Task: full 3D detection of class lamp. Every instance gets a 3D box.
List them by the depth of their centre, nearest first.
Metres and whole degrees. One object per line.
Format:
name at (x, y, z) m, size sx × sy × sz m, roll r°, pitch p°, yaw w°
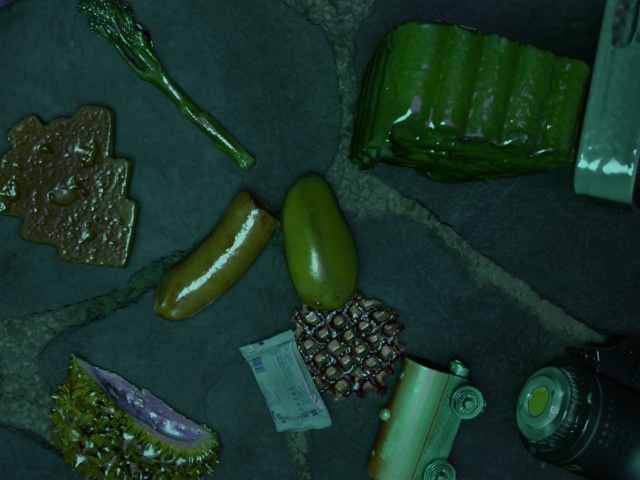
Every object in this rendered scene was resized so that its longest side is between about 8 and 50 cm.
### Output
lamp at (0.523, 0.369, 1.121) m, size 0.272 × 0.205 × 0.374 m, roll 5°, pitch 79°, yaw -15°

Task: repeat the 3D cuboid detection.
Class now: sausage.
sausage at (-0.186, 0.035, 1.019) m, size 0.109 × 0.109 × 0.270 m, roll 44°, pitch 87°, yaw -11°

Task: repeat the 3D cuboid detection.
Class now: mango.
mango at (0.000, 0.000, 1.023) m, size 0.156 × 0.114 × 0.251 m, roll -7°, pitch 89°, yaw -51°

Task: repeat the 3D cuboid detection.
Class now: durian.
durian at (-0.346, 0.366, 1.023) m, size 0.341 × 0.112 × 0.191 m, roll 36°, pitch 87°, yaw -14°

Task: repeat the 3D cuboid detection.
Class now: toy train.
toy train at (0.195, 0.357, 1.111) m, size 0.177 × 0.116 × 0.286 m, roll 19°, pitch 93°, yaw -10°

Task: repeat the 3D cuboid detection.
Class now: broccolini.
broccolini at (-0.250, -0.274, 0.984) m, size 0.392 × 0.074 × 0.079 m, roll 44°, pitch 95°, yaw -10°

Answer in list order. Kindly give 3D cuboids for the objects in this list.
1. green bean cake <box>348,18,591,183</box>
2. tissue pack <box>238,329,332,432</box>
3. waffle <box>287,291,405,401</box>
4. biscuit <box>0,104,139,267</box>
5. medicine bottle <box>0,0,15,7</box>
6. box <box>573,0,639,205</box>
green bean cake at (0.226, -0.199, 0.943) m, size 0.319 × 0.335 × 0.218 m, roll 11°, pitch 94°, yaw -6°
tissue pack at (-0.066, 0.271, 1.073) m, size 0.122 × 0.026 × 0.193 m, roll -22°, pitch 95°, yaw 24°
waffle at (0.048, 0.204, 1.102) m, size 0.234 × 0.055 × 0.221 m, roll 5°, pitch 97°, yaw -5°
biscuit at (-0.427, -0.074, 0.984) m, size 0.278 × 0.043 × 0.301 m, roll -32°, pitch 94°, yaw -3°
medicine bottle at (-0.477, -0.465, 0.886) m, size 0.254 × 0.152 × 0.152 m, roll -31°, pitch 100°, yaw -5°
box at (0.538, -0.253, 0.987) m, size 0.111 × 0.396 × 0.396 m, roll 12°, pitch 97°, yaw 31°
